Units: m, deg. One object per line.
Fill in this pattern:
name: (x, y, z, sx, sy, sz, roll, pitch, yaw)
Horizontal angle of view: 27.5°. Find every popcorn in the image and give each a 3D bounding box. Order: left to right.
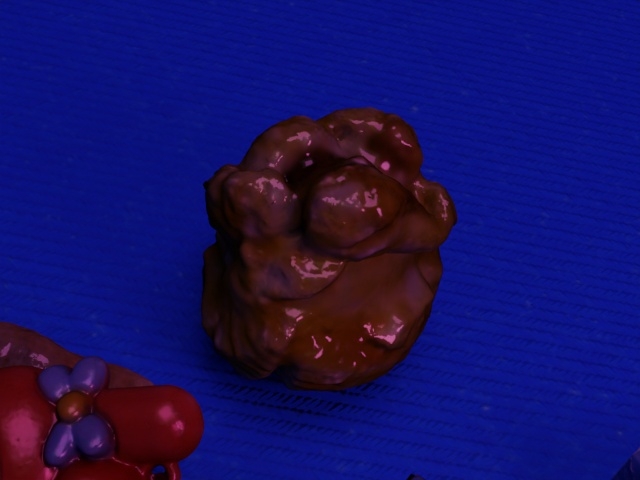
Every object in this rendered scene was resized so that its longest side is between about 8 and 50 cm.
popcorn: (0.005, -0.003, 1.173, 0.225, 0.276, 0.276, 0, 49, -9)

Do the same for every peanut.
peanut: (-0.225, 0.132, 1.104, 0.214, 0.099, 0.099, 24, 47, -2)

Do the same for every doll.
doll: (-0.228, 0.173, 0.996, 0.290, 0.130, 0.161, -6, 79, 13)

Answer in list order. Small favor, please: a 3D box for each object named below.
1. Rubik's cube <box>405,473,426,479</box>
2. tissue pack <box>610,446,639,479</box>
Rubik's cube: (0.077, 0.303, 0.982, 0.154, 0.155, 0.151, 32, 49, 15)
tissue pack: (0.354, 0.308, 1.058, 0.198, 0.146, 0.263, 2, 48, -14)
